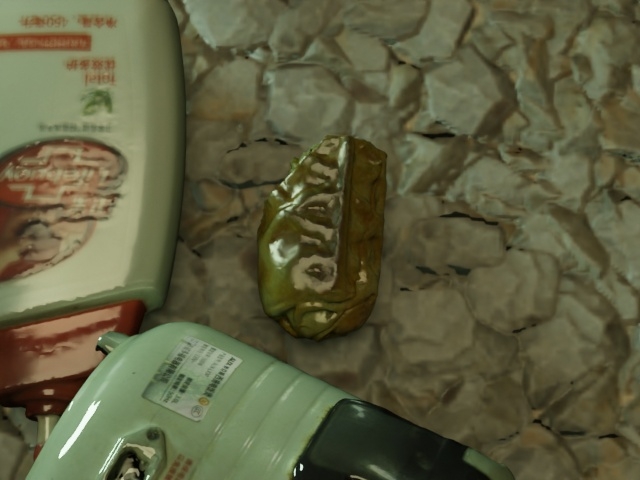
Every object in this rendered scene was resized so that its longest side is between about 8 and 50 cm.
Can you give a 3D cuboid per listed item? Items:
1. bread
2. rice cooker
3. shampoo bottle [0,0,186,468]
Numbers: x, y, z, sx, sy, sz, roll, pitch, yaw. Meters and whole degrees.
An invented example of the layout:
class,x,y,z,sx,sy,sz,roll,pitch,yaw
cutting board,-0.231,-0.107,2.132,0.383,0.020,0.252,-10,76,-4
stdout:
class,x,y,z,sx,sy,sz,roll,pitch,yaw
bread,0.000,0.000,0.926,0.066,0.060,0.110,14,71,-27
rice cooker,-0.023,0.163,0.793,0.244,0.226,0.226,26,74,11
shampoo bottle,-0.146,0.004,0.915,0.153,0.071,0.284,-2,71,1
